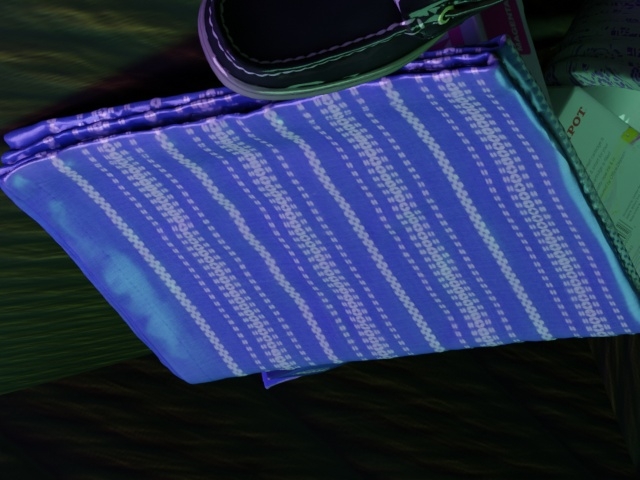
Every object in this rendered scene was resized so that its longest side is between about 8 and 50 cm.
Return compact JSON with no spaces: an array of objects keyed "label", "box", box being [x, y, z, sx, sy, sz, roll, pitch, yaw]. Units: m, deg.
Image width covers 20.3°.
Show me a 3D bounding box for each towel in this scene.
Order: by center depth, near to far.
[{"label":"towel","box":[0.000,0.000,1.044,0.336,0.040,0.243,-8,137,29]}]

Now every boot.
[{"label":"boot","box":[0.060,-0.146,0.716,0.236,0.085,0.178,-25,173,-9]}]

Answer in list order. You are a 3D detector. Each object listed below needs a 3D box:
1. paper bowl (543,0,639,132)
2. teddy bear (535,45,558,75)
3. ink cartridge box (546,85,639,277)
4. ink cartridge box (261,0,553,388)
[{"label":"paper bowl","box":[0.303,-0.098,1.202,0.148,0.284,0.284,-62,180,-9]},{"label":"teddy bear","box":[0.094,-0.080,1.397,0.245,0.113,0.338,-15,-175,32]},{"label":"ink cartridge box","box":[0.165,-0.039,1.196,0.092,0.143,0.090,-59,-158,-9]},{"label":"ink cartridge box","box":[0.026,-0.024,1.179,0.065,0.186,0.311,-6,166,-44]}]
